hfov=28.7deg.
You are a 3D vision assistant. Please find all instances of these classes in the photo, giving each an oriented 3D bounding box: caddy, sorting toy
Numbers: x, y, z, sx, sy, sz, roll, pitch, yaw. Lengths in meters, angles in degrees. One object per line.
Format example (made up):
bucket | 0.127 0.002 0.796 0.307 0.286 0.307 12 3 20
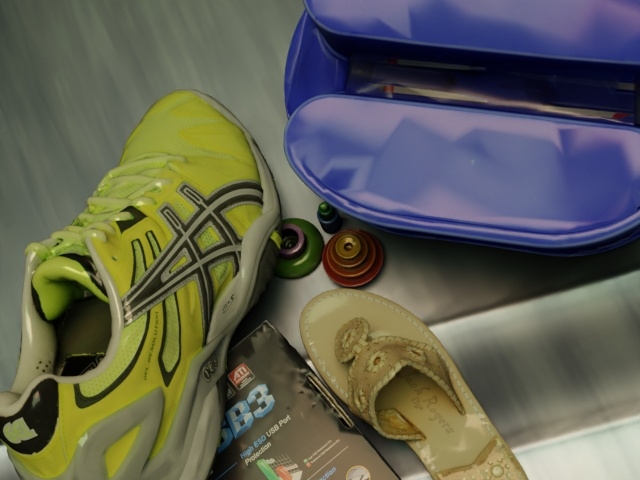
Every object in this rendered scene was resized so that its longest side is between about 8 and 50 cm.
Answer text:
caddy | 0.129 -0.113 0.939 0.341 0.179 0.241 8 95 13
sorting toy | 0.000 0.000 0.986 0.102 0.042 0.061 10 72 14

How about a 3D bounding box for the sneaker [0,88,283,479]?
sneaker | -0.127 0.017 0.900 0.145 0.147 0.385 -16 45 22

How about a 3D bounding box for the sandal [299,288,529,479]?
sandal | 0.069 0.112 0.912 0.088 0.079 0.240 -39 68 -6

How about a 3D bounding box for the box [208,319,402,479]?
box | -0.057 0.259 0.883 0.295 0.073 0.293 -40 67 -6
